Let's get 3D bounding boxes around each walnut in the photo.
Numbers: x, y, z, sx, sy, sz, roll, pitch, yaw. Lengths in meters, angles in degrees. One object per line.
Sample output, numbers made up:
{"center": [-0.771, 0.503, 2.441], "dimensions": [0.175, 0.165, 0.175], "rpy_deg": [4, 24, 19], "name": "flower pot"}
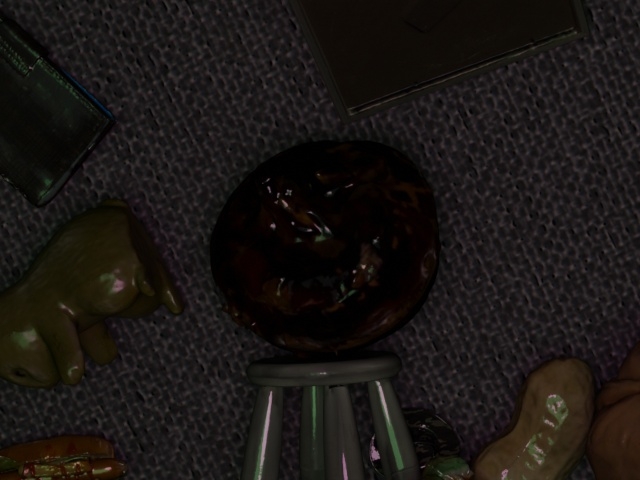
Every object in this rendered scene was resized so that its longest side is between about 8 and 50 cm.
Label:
{"center": [0.473, 0.234, 1.776], "dimensions": [0.285, 0.285, 0.296], "rpy_deg": [30, 78, 2], "name": "walnut"}

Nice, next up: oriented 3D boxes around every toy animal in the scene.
{"center": [-0.347, 0.115, 1.887], "dimensions": [0.363, 0.181, 0.180], "rpy_deg": [-41, 82, 6], "name": "toy animal"}

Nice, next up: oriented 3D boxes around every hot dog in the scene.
{"center": [-0.377, 0.317, 1.956], "dimensions": [0.250, 0.076, 0.104], "rpy_deg": [-8, 94, 8], "name": "hot dog"}

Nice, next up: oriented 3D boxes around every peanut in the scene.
{"center": [0.263, 0.270, 1.874], "dimensions": [0.125, 0.111, 0.275], "rpy_deg": [24, 95, -20], "name": "peanut"}

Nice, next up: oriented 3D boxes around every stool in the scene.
{"center": [0.011, 0.242, 1.840], "dimensions": [0.195, 0.195, 0.199], "rpy_deg": [-6, 88, 33], "name": "stool"}

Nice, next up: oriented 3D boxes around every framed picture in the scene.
{"center": [0.144, -0.289, 1.801], "dimensions": [0.335, 0.022, 0.247], "rpy_deg": [-20, 133, 7], "name": "framed picture"}

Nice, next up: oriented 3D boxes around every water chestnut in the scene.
{"center": [0.000, 0.000, 1.790], "dimensions": [0.300, 0.300, 0.300], "rpy_deg": [1, 96, 5], "name": "water chestnut"}

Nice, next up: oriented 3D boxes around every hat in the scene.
{"center": [0.121, 0.275, 1.918], "dimensions": [0.121, 0.050, 0.121], "rpy_deg": [1, 97, 8], "name": "hat"}

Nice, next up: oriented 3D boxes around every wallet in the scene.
{"center": [-0.429, -0.204, 1.924], "dimensions": [0.317, 0.044, 0.169], "rpy_deg": [42, 101, 2], "name": "wallet"}

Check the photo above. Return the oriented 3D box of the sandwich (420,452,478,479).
{"center": [0.174, 0.373, 1.809], "dimensions": [0.160, 0.109, 0.185], "rpy_deg": [24, 129, 30], "name": "sandwich"}
